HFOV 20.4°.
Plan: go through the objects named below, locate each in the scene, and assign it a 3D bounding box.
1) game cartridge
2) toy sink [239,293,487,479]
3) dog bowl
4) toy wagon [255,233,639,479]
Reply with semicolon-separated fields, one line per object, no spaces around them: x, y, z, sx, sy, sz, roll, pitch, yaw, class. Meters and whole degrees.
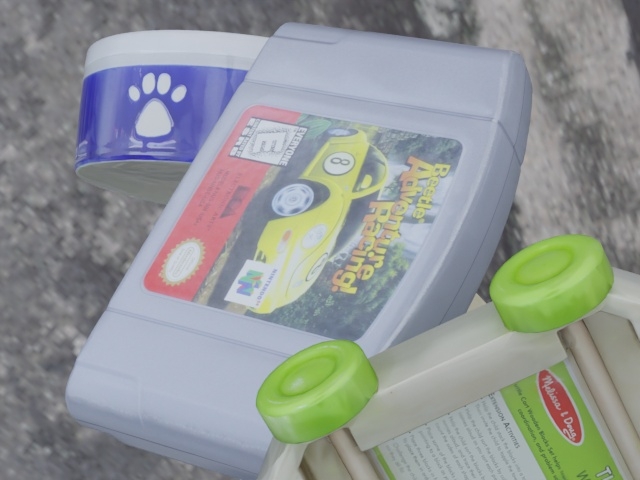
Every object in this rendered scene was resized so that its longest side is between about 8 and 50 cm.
0.000;0.000;1.021;0.196;0.060;0.294;13;62;30;game cartridge
0.070;0.155;1.093;0.234;0.153;0.131;-45;17;-11;toy sink
-0.067;-0.089;1.465;0.265;0.265;0.104;3;82;22;dog bowl
0.139;0.124;0.854;0.344;0.267;0.068;-25;23;6;toy wagon
